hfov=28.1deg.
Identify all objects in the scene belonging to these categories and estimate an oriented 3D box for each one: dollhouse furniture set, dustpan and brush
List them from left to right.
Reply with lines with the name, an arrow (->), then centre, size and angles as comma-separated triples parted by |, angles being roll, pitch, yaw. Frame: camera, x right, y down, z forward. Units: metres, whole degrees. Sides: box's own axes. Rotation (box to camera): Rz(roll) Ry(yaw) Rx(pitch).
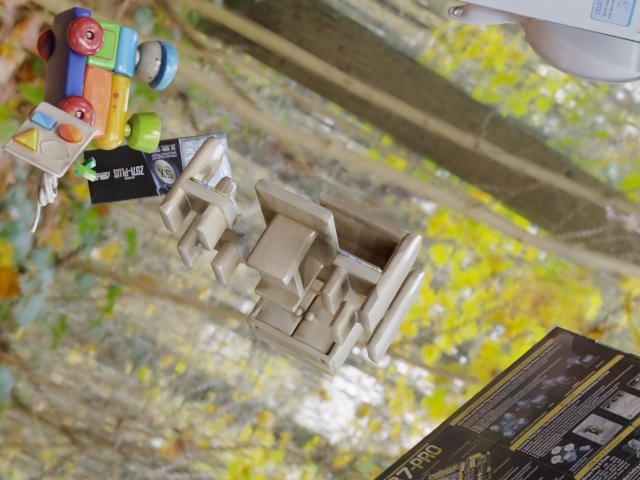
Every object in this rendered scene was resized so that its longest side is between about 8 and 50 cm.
dollhouse furniture set -> 0.000, 0.000, 1.201 | 0.161, 0.212, 0.242 | -58, 162, -19
dustpan and brush -> 0.221, -0.217, 1.210 | 0.060, 0.211, 0.147 | 64, 39, -65

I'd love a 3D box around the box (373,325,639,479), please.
box -> 0.291, 0.279, 1.546 | 0.395, 0.097, 0.318 | -35, -144, -30

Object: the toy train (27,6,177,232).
toy train -> -0.243, -0.122, 1.428 | 0.105, 0.143, 0.248 | -1, -99, 56

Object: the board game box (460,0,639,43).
board game box -> 0.172, -0.303, 1.055 | 0.242, 0.316, 0.064 | 94, 16, -45

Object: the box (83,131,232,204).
box -> -0.226, -0.103, 1.809 | 0.180, 0.147, 0.078 | -26, 109, -73

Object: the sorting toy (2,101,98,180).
sorting toy -> -0.212, -0.080, 1.059 | 0.062, 0.083, 0.012 | -56, 166, -32
